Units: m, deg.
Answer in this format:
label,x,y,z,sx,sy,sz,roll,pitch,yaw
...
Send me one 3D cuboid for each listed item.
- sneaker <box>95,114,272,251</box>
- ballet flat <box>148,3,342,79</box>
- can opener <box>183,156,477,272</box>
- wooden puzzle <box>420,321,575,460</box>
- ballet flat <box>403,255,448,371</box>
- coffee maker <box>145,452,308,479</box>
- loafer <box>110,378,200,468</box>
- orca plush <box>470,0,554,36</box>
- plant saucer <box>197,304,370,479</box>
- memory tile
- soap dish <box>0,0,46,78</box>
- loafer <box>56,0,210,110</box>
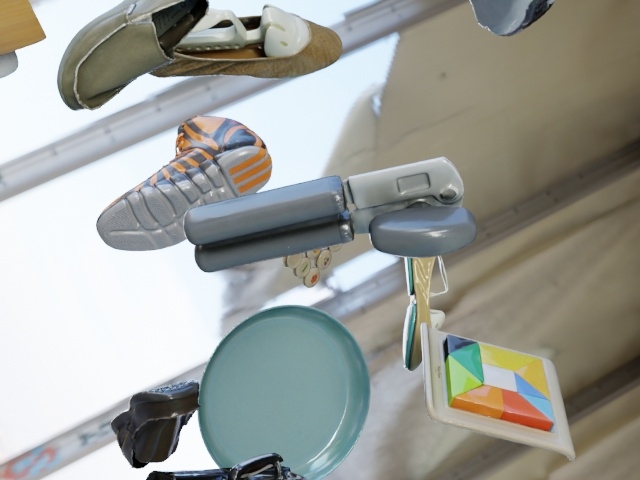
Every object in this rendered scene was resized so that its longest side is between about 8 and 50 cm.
label,x,y,z,sx,sy,sz,roll,pitch,yaw
sneaker,-0.246,-0.104,1.987,0.180,0.321,0.124,-123,-170,-50
ballet flat,-0.129,-0.330,1.863,0.124,0.342,0.116,100,-12,-63
can opener,0.007,-0.019,1.109,0.093,0.280,0.074,-90,168,-52
wooden puzzle,0.264,0.215,1.709,0.221,0.238,0.044,-86,-163,-60
ballet flat,0.175,0.100,1.891,0.080,0.073,0.232,121,-29,-81
coffee maker,-0.126,0.335,1.398,0.171,0.178,0.120,-34,-121,48
loafer,-0.189,0.224,1.371,0.220,0.080,0.078,-45,-121,60
orca plush,0.140,-0.279,0.762,0.151,0.102,0.287,34,-32,55
plant saucer,-0.064,0.262,1.927,0.043,0.317,0.317,11,-55,64
memory tile,0.000,0.000,1.894,0.012,0.148,0.113,24,-16,37
soap dish,-0.394,-0.213,0.918,0.291,0.229,0.118,38,-42,34
loafer,-0.245,-0.265,1.524,0.087,0.251,0.094,34,-12,38
